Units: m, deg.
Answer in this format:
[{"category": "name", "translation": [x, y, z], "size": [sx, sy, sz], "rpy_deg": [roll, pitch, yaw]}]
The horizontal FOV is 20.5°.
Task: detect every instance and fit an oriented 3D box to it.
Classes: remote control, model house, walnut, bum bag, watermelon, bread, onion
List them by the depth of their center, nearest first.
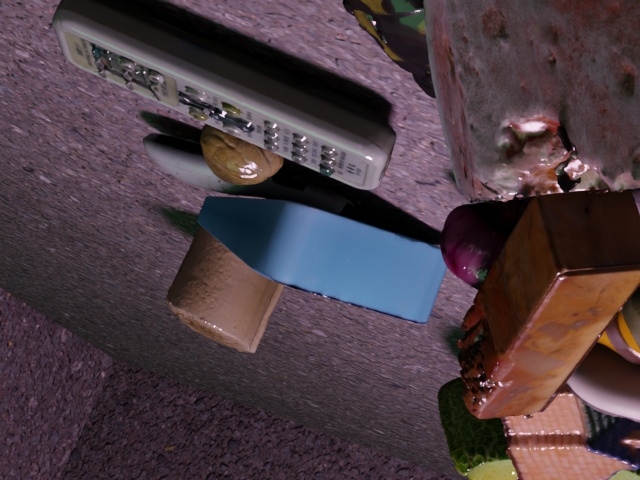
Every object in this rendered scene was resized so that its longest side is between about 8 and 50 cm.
[{"category": "watermelon", "translation": [0.192, -0.126, 1.096], "size": [0.175, 0.188, 0.322], "rpy_deg": [-15, -170, -34]}, {"category": "bum bag", "translation": [0.108, -0.139, 1.331], "size": [0.106, 0.060, 0.232], "rpy_deg": [2, 158, 39]}, {"category": "remote control", "translation": [-0.088, -0.145, 1.656], "size": [0.335, 0.066, 0.128], "rpy_deg": [24, 170, 3]}, {"category": "onion", "translation": [0.174, 0.001, 1.721], "size": [0.115, 0.104, 0.115], "rpy_deg": [9, -157, -4]}, {"category": "walnut", "translation": [-0.081, -0.096, 1.814], "size": [0.092, 0.092, 0.092], "rpy_deg": [23, 167, 5]}, {"category": "remote control", "translation": [-0.085, -0.070, 1.998], "size": [0.256, 0.045, 0.097], "rpy_deg": [16, 170, 12]}, {"category": "model house", "translation": [0.314, 0.186, 2.114], "size": [0.172, 0.166, 0.183], "rpy_deg": [1, 143, 25]}, {"category": "bread", "translation": [-0.129, 0.063, 2.411], "size": [0.134, 0.141, 0.148], "rpy_deg": [14, 163, 36]}]

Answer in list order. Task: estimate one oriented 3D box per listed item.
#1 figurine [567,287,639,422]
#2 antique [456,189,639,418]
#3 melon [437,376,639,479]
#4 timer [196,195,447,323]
[{"category": "figurine", "translation": [0.294, 0.061, 1.680], "size": [0.250, 0.166, 0.141], "rpy_deg": [29, 152, 39]}, {"category": "antique", "translation": [0.204, 0.066, 1.638], "size": [0.093, 0.087, 0.310], "rpy_deg": [-4, 151, -16]}, {"category": "melon", "translation": [0.281, 0.282, 2.397], "size": [0.331, 0.226, 0.343], "rpy_deg": [4, -154, -16]}, {"category": "timer", "translation": [0.000, 0.000, 2.020], "size": [0.231, 0.091, 0.250], "rpy_deg": [16, -174, -29]}]
